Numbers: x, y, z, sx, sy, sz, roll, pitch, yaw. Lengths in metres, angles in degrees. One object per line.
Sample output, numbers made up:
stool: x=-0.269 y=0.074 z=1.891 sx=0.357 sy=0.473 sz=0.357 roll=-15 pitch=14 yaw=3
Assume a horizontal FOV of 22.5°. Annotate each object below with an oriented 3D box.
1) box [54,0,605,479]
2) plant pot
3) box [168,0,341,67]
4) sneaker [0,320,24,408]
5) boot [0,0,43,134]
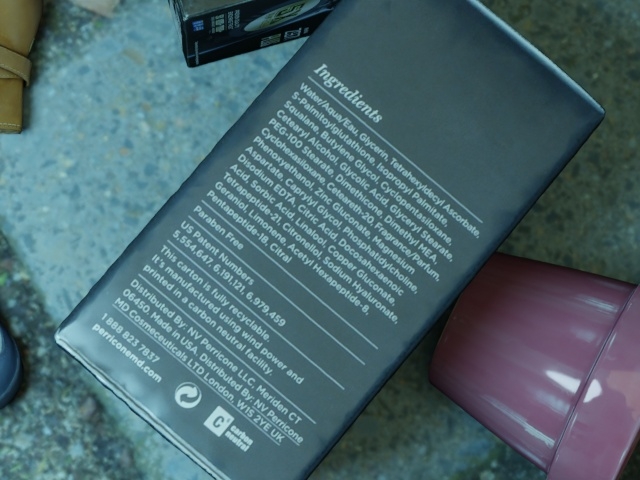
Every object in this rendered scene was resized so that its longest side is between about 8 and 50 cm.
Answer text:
box: x=0.000 y=0.000 z=1.301 sx=0.212 sy=0.293 sz=0.395 roll=40 pitch=84 yaw=0
plant pot: x=0.200 y=0.104 z=1.366 sx=0.180 sy=0.201 sz=0.201 roll=26 pitch=83 yaw=15
box: x=-0.055 y=-0.220 z=1.375 sx=0.147 sy=0.180 sz=0.077 roll=-16 pitch=84 yaw=-6
sneaker: x=-0.377 y=0.023 z=1.347 sx=0.319 sy=0.131 sz=0.112 roll=41 pitch=68 yaw=0
boot: x=-0.384 y=-0.199 z=1.391 sx=0.284 sy=0.109 sz=0.220 roll=2 pitch=90 yaw=-19
